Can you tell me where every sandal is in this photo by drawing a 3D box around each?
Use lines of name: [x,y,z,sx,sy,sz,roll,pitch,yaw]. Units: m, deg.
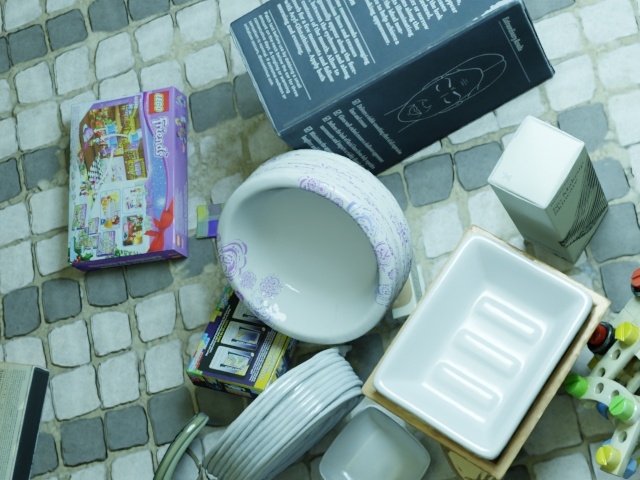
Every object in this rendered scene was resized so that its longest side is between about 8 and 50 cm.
sandal: [-0.228,0.411,1.986,0.086,0.120,0.303,19,83,-4]

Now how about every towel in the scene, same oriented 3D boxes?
towel: [-0.168,-0.034,2.132,0.083,0.009,0.060,-4,75,19]

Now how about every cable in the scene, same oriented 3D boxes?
cable: [-0.051,0.269,1.872,0.257,0.257,0.089,-45,78,14]

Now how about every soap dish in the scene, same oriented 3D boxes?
soap dish: [0.231,0.155,1.781,0.229,0.118,0.291,30,79,22]

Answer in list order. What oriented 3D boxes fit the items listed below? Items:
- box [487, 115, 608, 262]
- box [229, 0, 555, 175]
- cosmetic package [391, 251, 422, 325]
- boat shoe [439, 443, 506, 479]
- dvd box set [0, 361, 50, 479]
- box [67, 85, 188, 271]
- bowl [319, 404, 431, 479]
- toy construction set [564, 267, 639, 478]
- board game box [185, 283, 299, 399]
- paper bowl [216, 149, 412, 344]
box: [0.326,-0.066,1.814,0.094,0.275,0.113,30,86,25]
box: [0.115,-0.287,1.946,0.395,0.293,0.212,-28,68,10]
cosmetic package: [0.127,0.067,1.968,0.041,0.060,0.115,-16,69,16]
boat shoe: [0.205,0.231,1.875,0.102,0.092,0.285,-23,66,5]
dvd box set: [-0.679,0.344,2.183,0.420,0.062,0.308,3,76,20]
box: [-0.326,-0.104,2.184,0.200,0.057,0.293,-8,72,19]
bowl: [0.085,0.333,1.911,0.142,0.053,0.142,40,91,24]
toy construction set: [0.470,0.159,1.747,0.327,0.151,0.215,-41,30,7]
board game box: [-0.111,0.159,2.007,0.141,0.048,0.170,12,59,21]
paper bowl: [0.000,0.000,1.903,0.284,0.148,0.284,12,123,19]
